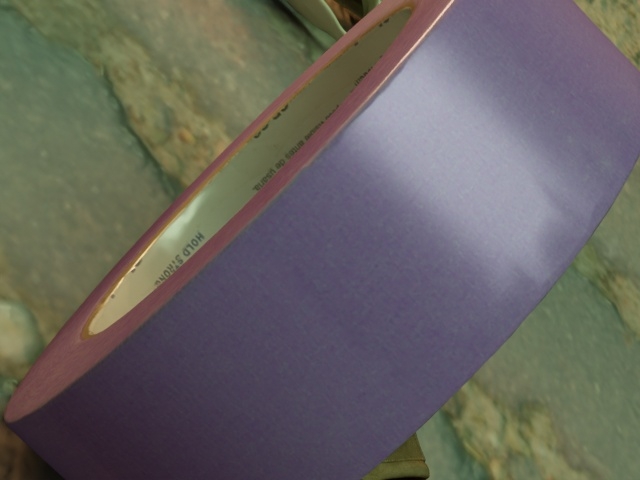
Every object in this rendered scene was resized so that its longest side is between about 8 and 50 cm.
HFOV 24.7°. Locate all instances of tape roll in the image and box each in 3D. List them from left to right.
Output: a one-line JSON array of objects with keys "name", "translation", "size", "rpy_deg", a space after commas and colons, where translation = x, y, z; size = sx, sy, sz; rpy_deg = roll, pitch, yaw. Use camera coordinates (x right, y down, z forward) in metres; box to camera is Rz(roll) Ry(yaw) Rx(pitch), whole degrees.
[{"name": "tape roll", "translation": [0.000, 0.000, 0.590], "size": [0.090, 0.275, 0.275], "rpy_deg": [44, 40, -9]}]

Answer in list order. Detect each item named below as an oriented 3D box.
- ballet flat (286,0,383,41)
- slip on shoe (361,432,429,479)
[{"name": "ballet flat", "translation": [0.045, -0.145, 0.908], "size": [0.248, 0.086, 0.086], "rpy_deg": [29, 45, -24]}, {"name": "slip on shoe", "translation": [0.006, 0.116, 0.690], "size": [0.041, 0.051, 0.135], "rpy_deg": [58, 32, 10]}]
